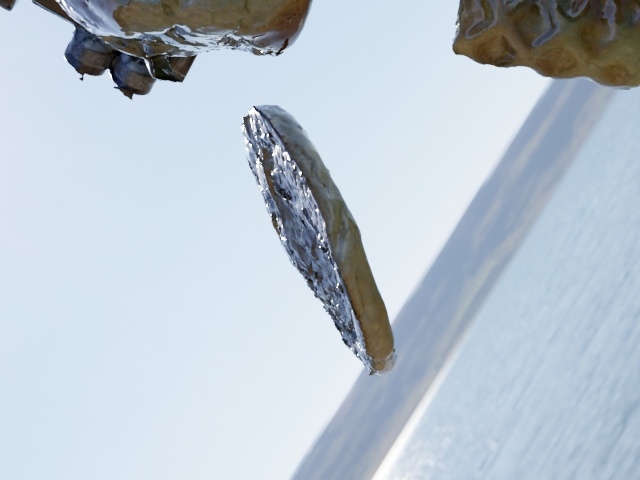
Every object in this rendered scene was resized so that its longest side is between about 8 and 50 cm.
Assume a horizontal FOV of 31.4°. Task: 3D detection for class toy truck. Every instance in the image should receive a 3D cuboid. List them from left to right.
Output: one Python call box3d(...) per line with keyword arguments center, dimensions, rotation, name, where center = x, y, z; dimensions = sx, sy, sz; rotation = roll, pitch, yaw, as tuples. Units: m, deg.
box3d(center=(-0.289, -0.326, 1.447), dimensions=(0.177, 0.363, 0.178), rotation=(-56, 16, 28), name="toy truck")

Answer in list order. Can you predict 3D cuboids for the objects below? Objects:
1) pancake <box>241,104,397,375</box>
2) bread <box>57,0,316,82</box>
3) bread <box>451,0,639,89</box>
box3d(center=(-0.002, 0.001, 1.332), dimensions=(0.065, 0.356, 0.356), rotation=(-26, -16, -11), name="pancake")
box3d(center=(-0.123, -0.265, 0.877), dimensions=(0.224, 0.279, 0.250), rotation=(-17, 8, -23), name="bread")
box3d(center=(0.247, -0.228, 1.148), dimensions=(0.088, 0.231, 0.128), rotation=(119, 160, -63), name="bread")
